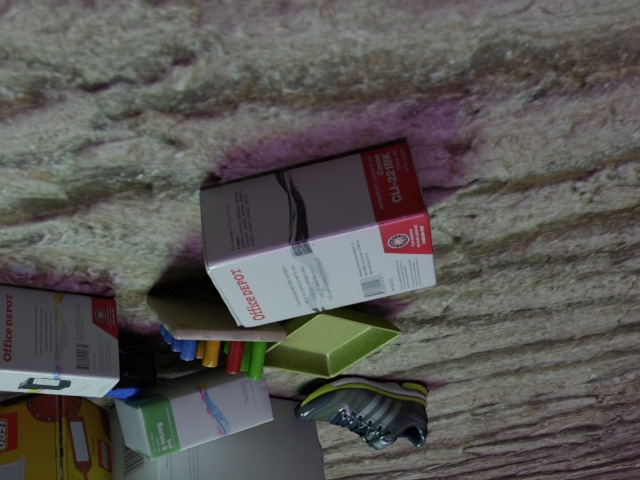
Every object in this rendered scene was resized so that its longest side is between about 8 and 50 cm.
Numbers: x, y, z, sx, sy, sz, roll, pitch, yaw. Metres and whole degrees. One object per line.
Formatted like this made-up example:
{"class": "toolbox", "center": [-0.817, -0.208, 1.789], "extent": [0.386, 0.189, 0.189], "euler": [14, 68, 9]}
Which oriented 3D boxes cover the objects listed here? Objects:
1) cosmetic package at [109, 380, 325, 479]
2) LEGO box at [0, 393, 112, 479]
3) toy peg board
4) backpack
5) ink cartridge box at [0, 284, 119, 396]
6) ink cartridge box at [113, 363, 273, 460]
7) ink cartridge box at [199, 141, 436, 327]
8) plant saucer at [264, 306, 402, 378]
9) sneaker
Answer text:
{"class": "cosmetic package", "center": [-0.180, 0.401, 1.684], "extent": [0.385, 0.217, 0.156], "euler": [20, 139, -39]}
{"class": "LEGO box", "center": [-0.536, 0.543, 1.513], "extent": [0.372, 0.500, 0.193], "euler": [-16, 149, 9]}
{"class": "toy peg board", "center": [-0.154, 0.140, 1.301], "extent": [0.160, 0.079, 0.161], "euler": [4, -169, -26]}
{"class": "backpack", "center": [-0.318, 0.194, 1.411], "extent": [0.101, 0.098, 0.120], "euler": [-20, 163, 31]}
{"class": "ink cartridge box", "center": [-0.374, 0.141, 1.266], "extent": [0.175, 0.128, 0.072], "euler": [11, 145, -32]}
{"class": "ink cartridge box", "center": [-0.204, 0.269, 1.476], "extent": [0.212, 0.093, 0.154], "euler": [-15, -176, -28]}
{"class": "ink cartridge box", "center": [0.000, 0.000, 1.175], "extent": [0.272, 0.114, 0.197], "euler": [-14, 150, 3]}
{"class": "plant saucer", "center": [0.006, 0.159, 1.510], "extent": [0.188, 0.045, 0.188], "euler": [17, 139, -39]}
{"class": "sneaker", "center": [0.091, 0.338, 1.761], "extent": [0.299, 0.121, 0.111], "euler": [5, 145, -26]}
